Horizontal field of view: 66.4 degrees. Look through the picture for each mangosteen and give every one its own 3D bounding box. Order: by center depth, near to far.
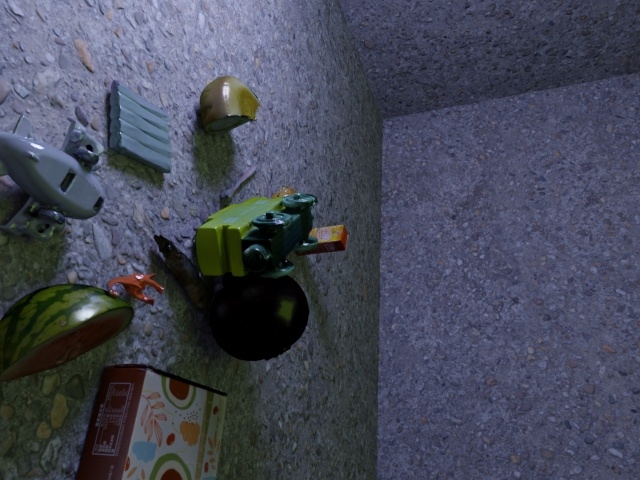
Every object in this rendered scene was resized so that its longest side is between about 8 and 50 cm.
[{"bbox_3d":[-0.180,0.194,1.436,0.297,0.297,0.313,-16,102,-70],"label":"mangosteen"}]

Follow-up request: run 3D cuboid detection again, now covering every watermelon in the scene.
[{"bbox_3d":[-0.487,0.141,0.928,0.128,0.159,0.303,46,17,8],"label":"watermelon"}]

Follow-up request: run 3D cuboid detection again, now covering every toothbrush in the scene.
[{"bbox_3d":[-0.274,-0.207,1.685,0.307,0.030,0.025,-64,144,-60],"label":"toothbrush"}]

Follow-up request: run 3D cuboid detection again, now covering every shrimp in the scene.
[{"bbox_3d":[-0.359,0.056,1.343,0.169,0.058,0.296,-88,163,-46],"label":"shrimp"}]

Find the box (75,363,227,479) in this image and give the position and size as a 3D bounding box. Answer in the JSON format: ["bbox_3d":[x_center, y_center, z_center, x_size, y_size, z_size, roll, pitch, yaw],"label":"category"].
[{"bbox_3d":[-0.364,0.505,1.087,0.344,0.122,0.385,52,37,-56],"label":"box"}]

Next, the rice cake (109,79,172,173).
[{"bbox_3d":[-0.442,-0.276,1.216,0.198,0.037,0.189,7,78,-70],"label":"rice cake"}]

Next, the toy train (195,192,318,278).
[{"bbox_3d":[-0.166,-0.022,1.363,0.442,0.273,0.179,-49,138,-68],"label":"toy train"}]

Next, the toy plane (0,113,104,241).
[{"bbox_3d":[-0.504,-0.119,0.903,0.245,0.118,0.244,-39,135,-54],"label":"toy plane"}]

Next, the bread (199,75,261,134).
[{"bbox_3d":[-0.294,-0.425,1.525,0.261,0.158,0.156,-22,95,-69],"label":"bread"}]

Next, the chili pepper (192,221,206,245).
[{"bbox_3d":[-0.312,-0.005,1.460,0.279,0.065,0.122,42,46,-65],"label":"chili pepper"}]

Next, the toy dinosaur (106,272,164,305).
[{"bbox_3d":[-0.405,0.104,1.086,0.055,0.101,0.279,-59,-168,-6],"label":"toy dinosaur"}]

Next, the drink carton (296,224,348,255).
[{"bbox_3d":[0.000,0.000,2.084,0.096,0.223,0.071,-78,152,-42],"label":"drink carton"}]

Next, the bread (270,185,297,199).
[{"bbox_3d":[-0.119,-0.093,1.935,0.236,0.120,0.198,50,38,-56],"label":"bread"}]
